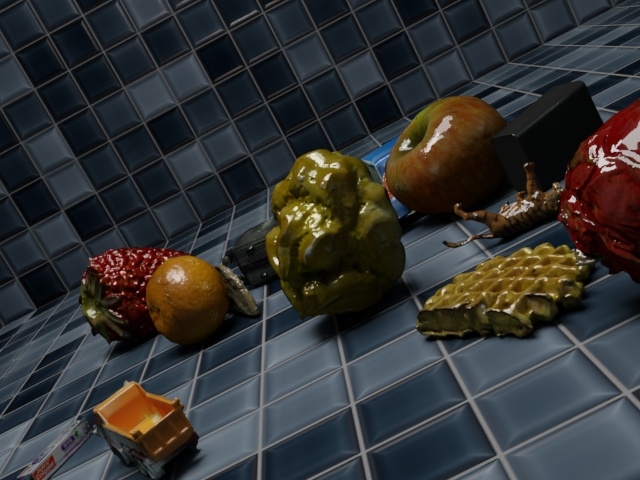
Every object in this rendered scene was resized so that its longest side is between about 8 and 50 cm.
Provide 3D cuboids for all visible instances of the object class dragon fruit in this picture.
[{"bbox_3d":[0.487,-0.069,1.172,0.343,0.277,0.277,-30,12,17],"label":"dragon fruit"}]

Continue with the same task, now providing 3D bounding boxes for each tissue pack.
[{"bbox_3d":[0.268,-0.237,2.524,0.264,0.146,0.198,-29,14,-5],"label":"tissue pack"}]

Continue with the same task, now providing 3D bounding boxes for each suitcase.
[{"bbox_3d":[-0.097,0.006,2.376,0.312,0.128,0.202,-24,14,18],"label":"suitcase"}]

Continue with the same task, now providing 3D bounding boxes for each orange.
[{"bbox_3d":[-0.323,0.144,2.126,0.193,0.219,0.219,-2,-3,-32],"label":"orange"}]

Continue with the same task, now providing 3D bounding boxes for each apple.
[{"bbox_3d":[0.316,-0.187,2.078,0.309,0.250,0.277,-46,23,19],"label":"apple"}]

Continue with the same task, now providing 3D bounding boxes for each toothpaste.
[{"bbox_3d":[-0.549,0.443,1.824,0.047,0.040,0.196,-26,12,30],"label":"toothpaste"}]

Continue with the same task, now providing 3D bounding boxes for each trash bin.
[{"bbox_3d":[0.512,-0.226,1.952,0.225,0.165,0.115,-36,16,-23],"label":"trash bin"}]

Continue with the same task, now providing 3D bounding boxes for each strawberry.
[{"bbox_3d":[-0.506,0.139,2.484,0.344,0.292,0.292,-16,2,-40],"label":"strawberry"}]

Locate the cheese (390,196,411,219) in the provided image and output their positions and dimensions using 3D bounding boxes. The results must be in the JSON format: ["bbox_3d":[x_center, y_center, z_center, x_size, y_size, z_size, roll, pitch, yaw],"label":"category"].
[{"bbox_3d":[0.088,-0.019,2.137,0.286,0.074,0.189,-33,36,-6],"label":"cheese"}]

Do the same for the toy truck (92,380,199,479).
[{"bbox_3d":[-0.316,0.333,1.551,0.114,0.135,0.270,-36,15,-28],"label":"toy truck"}]

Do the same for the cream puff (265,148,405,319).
[{"bbox_3d":[-0.001,-0.002,1.750,0.257,0.324,0.291,-37,41,-28],"label":"cream puff"}]

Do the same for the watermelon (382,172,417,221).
[{"bbox_3d":[0.206,-0.102,2.267,0.193,0.137,0.145,-30,-17,-6],"label":"watermelon"}]

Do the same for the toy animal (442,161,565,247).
[{"bbox_3d":[0.364,-0.041,1.735,0.255,0.114,0.116,-31,55,8],"label":"toy animal"}]

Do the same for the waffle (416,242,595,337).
[{"bbox_3d":[0.294,0.086,1.415,0.310,0.065,0.283,-27,12,11],"label":"waffle"}]

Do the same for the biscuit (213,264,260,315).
[{"bbox_3d":[-0.225,0.121,2.181,0.032,0.133,0.250,-27,11,-23],"label":"biscuit"}]
